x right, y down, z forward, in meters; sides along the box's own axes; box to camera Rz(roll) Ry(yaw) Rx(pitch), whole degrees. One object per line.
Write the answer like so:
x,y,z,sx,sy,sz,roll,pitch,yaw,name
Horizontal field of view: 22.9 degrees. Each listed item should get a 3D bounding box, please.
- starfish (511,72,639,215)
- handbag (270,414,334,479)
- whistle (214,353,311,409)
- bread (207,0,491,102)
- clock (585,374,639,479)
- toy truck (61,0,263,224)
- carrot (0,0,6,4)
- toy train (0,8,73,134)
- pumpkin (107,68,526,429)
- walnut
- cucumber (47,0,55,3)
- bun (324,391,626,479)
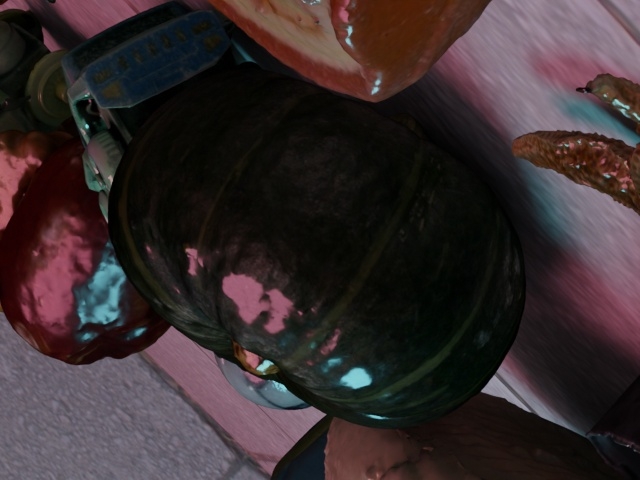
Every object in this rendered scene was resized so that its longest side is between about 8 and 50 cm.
0.191,-0.003,0.824,0.277,0.062,0.235,44,168,-33,starfish
0.082,0.311,1.775,0.263,0.222,0.241,42,171,13,handbag
-0.053,0.070,1.569,0.290,0.163,0.163,51,165,-28,whistle
-0.014,-0.181,0.766,0.244,0.123,0.190,38,167,28,bread
0.307,0.188,0.964,0.312,0.061,0.312,37,174,4,clock
-0.130,-0.098,1.300,0.156,0.155,0.279,59,169,10,toy truck
-0.337,-0.302,1.475,0.069,0.069,0.229,38,166,25,carrot
-0.309,-0.114,1.693,0.159,0.188,0.272,35,166,40,toy train
0.000,0.000,1.092,0.300,0.207,0.300,27,173,3,pumpkin
-0.239,-0.012,1.564,0.244,0.222,0.269,25,128,9,walnut
-0.306,-0.281,1.377,0.220,0.046,0.070,29,169,-28,cucumber
0.154,0.259,1.213,0.359,0.211,0.360,26,-171,-5,bun
